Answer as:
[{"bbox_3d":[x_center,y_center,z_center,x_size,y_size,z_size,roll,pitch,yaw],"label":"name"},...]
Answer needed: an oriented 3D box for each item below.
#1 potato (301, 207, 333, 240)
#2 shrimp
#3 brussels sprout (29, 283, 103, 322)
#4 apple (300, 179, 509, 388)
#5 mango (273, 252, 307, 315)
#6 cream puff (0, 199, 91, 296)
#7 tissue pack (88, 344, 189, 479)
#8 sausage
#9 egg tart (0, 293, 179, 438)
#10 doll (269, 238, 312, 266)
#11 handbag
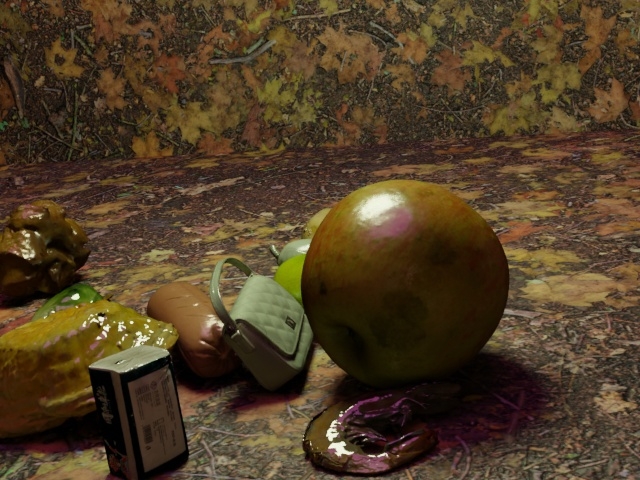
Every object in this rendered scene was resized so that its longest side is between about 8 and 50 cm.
[{"bbox_3d":[0.000,0.000,2.148,0.098,0.138,0.243,-7,12,14],"label":"potato"},{"bbox_3d":[0.098,0.269,1.318,0.253,0.058,0.173,-12,24,-8],"label":"shrimp"},{"bbox_3d":[-0.484,0.157,1.782,0.145,0.131,0.183,-12,11,-1],"label":"brussels sprout"},{"bbox_3d":[0.129,0.078,1.477,0.339,0.339,0.339,-6,16,2],"label":"apple"},{"bbox_3d":[0.019,0.096,1.779,0.273,0.149,0.185,-3,22,31],"label":"mango"},{"bbox_3d":[-0.674,0.029,2.187,0.155,0.241,0.269,-3,44,33],"label":"cream puff"},{"bbox_3d":[-0.259,0.245,1.314,0.090,0.170,0.103,7,19,42],"label":"tissue pack"},{"bbox_3d":[-0.229,0.162,1.693,0.121,0.121,0.304,-13,19,-24],"label":"sausage"},{"bbox_3d":[-0.418,0.193,1.556,0.351,0.153,0.339,-12,13,22],"label":"egg tart"},{"bbox_3d":[0.004,0.055,1.956,0.275,0.155,0.113,-3,55,29],"label":"doll"},{"bbox_3d":[-0.109,0.128,1.595,0.079,0.219,0.256,-38,10,15],"label":"handbag"}]
